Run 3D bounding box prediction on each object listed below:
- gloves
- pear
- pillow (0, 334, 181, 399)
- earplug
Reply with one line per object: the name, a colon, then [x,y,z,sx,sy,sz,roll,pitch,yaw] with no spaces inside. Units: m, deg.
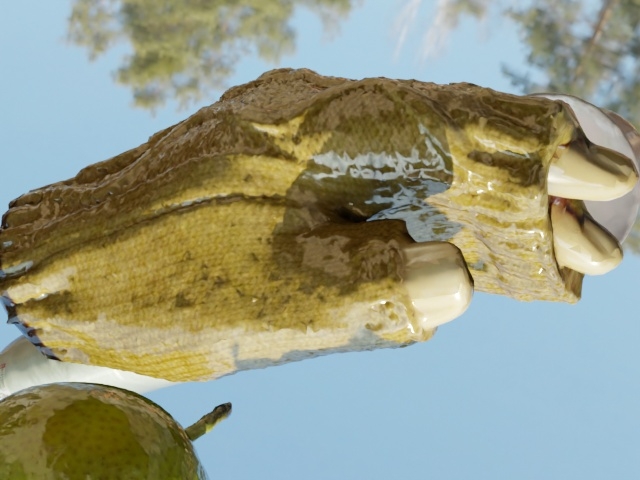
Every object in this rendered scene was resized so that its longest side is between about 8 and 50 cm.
gloves: [-0.010,-0.014,0.657,0.356,0.155,0.203,-4,-165,15]
pear: [-0.134,0.162,0.755,0.216,0.180,0.166,-36,-137,-23]
pillow: [-0.152,0.083,0.960,0.254,0.078,0.144,-17,-177,23]
earplug: [0.261,-0.067,1.231,0.172,0.172,0.301,30,-162,17]
